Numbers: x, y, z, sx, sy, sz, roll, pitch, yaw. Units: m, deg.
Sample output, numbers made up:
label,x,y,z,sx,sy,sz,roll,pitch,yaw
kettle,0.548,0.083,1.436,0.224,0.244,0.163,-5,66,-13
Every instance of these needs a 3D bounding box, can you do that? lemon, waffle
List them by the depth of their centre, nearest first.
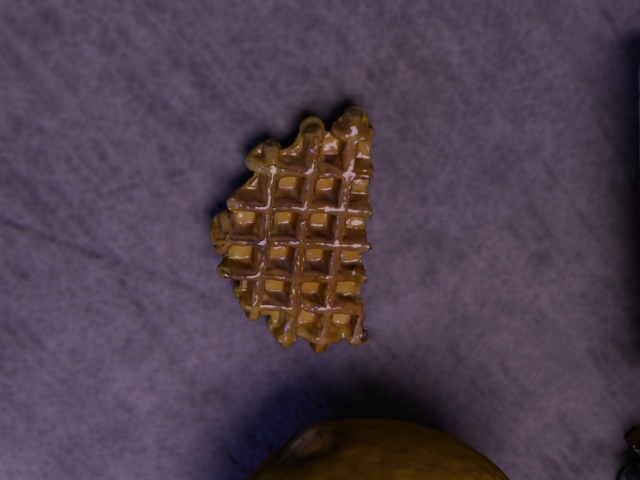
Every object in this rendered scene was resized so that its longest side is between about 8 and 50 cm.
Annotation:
label,x,y,z,sx,sy,sz,roll,pitch,yaw
waffle,0.000,0.000,1.217,0.161,0.046,0.192,-31,121,5
lemon,0.049,0.275,1.250,0.293,0.293,0.293,-6,119,-11

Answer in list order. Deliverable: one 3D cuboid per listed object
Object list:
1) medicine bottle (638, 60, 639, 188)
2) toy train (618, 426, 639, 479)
label,x,y,z,sx,sy,sz,roll,pitch,yaw
medicine bottle,0.341,0.009,1.222,0.190,0.190,0.332,-12,120,-7
toy train,0.349,0.225,1.405,0.127,0.089,0.219,-45,119,0
